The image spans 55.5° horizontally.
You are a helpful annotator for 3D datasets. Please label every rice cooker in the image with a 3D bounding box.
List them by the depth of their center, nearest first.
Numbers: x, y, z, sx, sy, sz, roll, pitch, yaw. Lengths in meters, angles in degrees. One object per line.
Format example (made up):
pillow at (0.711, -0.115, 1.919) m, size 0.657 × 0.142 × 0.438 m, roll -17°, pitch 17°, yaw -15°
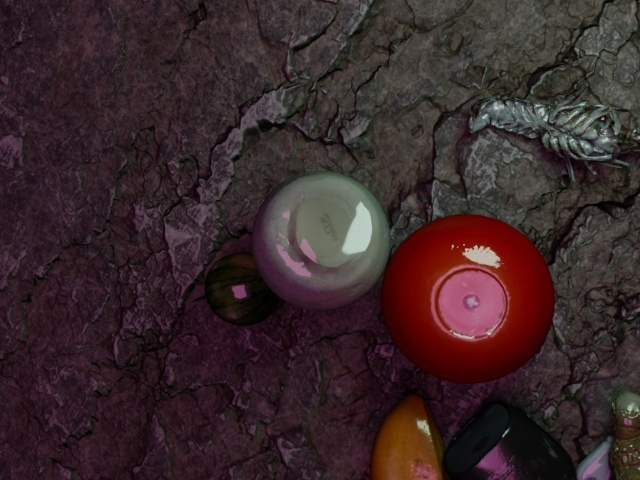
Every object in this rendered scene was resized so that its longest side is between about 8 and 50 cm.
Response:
rice cooker at (0.425, 0.511, 1.371) m, size 0.224 × 0.267 × 0.267 m, roll 42°, pitch 101°, yaw 0°

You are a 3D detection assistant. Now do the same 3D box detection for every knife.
knife at (0.713, 0.448, 1.407) m, size 0.080 × 0.044 × 0.331 m, roll 37°, pitch 97°, yaw 10°

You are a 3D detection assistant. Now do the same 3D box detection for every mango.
mango at (0.219, 0.549, 1.455) m, size 0.199 × 0.201 × 0.349 m, roll -3°, pitch 83°, yaw -10°

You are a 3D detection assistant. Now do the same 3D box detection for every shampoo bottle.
shampoo bottle at (0.000, 0.000, 1.394) m, size 0.323 × 0.317 × 0.322 m, roll -1°, pitch 83°, yaw 4°

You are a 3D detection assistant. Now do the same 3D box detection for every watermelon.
watermelon at (-0.204, 0.125, 1.538) m, size 0.215 × 0.188 × 0.188 m, roll -20°, pitch 88°, yaw 30°

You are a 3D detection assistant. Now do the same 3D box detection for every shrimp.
shrimp at (0.545, -0.250, 1.362) m, size 0.411 × 0.166 × 0.221 m, roll 24°, pitch 131°, yaw 25°

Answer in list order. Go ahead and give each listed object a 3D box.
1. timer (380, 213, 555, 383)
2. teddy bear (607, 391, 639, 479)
timer at (0.325, 0.128, 1.363) m, size 0.378 × 0.279 × 0.377 m, roll 0°, pitch 91°, yaw 11°
teddy bear at (0.757, 0.479, 1.311) m, size 0.256 × 0.156 × 0.267 m, roll 4°, pitch 58°, yaw 10°
